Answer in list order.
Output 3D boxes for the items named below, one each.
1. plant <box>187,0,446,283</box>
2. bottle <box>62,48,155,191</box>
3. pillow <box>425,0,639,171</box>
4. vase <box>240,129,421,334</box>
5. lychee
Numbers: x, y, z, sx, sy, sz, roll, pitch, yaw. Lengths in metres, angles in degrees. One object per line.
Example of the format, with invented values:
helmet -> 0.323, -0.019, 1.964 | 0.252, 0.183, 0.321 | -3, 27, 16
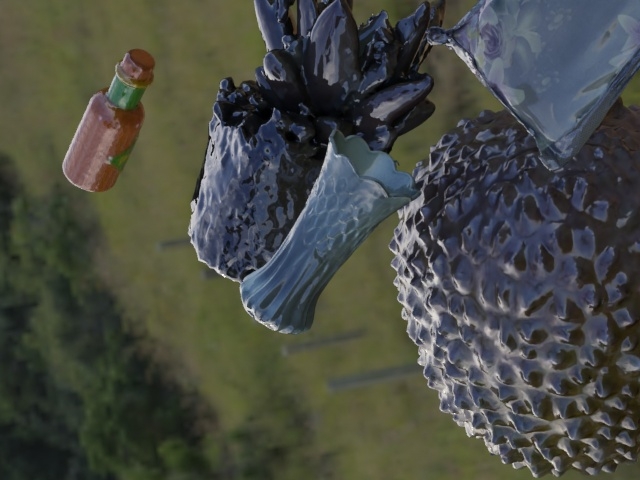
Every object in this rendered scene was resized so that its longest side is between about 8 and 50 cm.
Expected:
plant -> -0.006, -0.108, 1.522 | 0.194, 0.181, 0.321 | 57, 132, 52
bottle -> -0.235, -0.139, 1.812 | 0.187, 0.069, 0.069 | -60, 35, 39
pillow -> 0.206, -0.194, 1.201 | 0.169, 0.059, 0.255 | 44, 117, 9
vase -> 0.000, 0.000, 1.179 | 0.149, 0.081, 0.081 | -54, 29, 18
lychee -> 0.263, 0.037, 1.627 | 0.380, 0.380, 0.432 | -135, 42, -73
